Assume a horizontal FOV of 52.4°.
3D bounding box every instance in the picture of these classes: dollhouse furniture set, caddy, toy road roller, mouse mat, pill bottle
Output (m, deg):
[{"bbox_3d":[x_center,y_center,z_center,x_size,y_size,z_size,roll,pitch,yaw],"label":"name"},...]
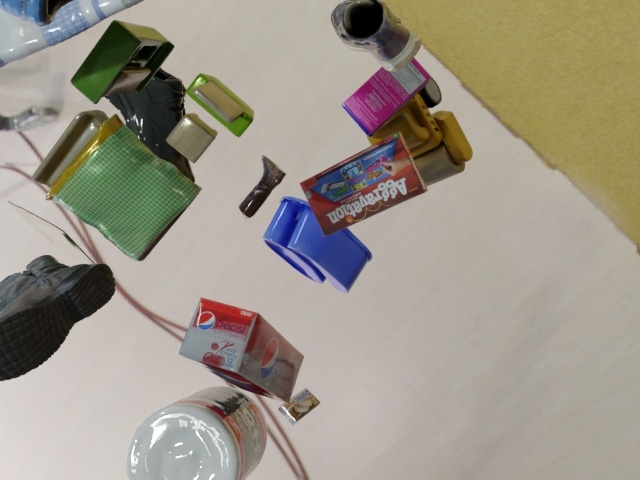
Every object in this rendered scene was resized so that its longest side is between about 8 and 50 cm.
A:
[{"bbox_3d":[-0.258,-0.110,0.879,0.197,0.151,0.301,40,106,-8],"label":"dollhouse furniture set"},{"bbox_3d":[0.000,0.000,1.856,0.241,0.341,0.179,18,72,45],"label":"caddy"},{"bbox_3d":[0.267,-0.291,1.884,0.202,0.241,0.330,-23,107,38],"label":"toy road roller"},{"bbox_3d":[-0.553,-0.010,1.347,0.189,0.007,0.153,22,154,28],"label":"mouse mat"},{"bbox_3d":[-0.188,0.345,1.112,0.176,0.318,0.177,-1,85,7],"label":"pill bottle"}]

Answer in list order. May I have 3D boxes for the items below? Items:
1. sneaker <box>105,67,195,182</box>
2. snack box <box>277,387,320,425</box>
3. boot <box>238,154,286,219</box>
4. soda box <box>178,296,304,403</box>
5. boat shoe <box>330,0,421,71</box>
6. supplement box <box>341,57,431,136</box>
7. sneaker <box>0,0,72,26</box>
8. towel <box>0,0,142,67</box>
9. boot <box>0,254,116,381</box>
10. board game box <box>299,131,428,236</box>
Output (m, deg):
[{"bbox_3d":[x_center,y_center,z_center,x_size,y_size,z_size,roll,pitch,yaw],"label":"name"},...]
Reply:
[{"bbox_3d":[-0.286,-0.222,1.154,0.130,0.109,0.287,-22,110,10],"label":"sneaker"},{"bbox_3d":[-0.060,0.478,1.878,0.064,0.178,0.022,43,107,14],"label":"snack box"},{"bbox_3d":[-0.119,-0.098,1.207,0.114,0.037,0.106,-53,28,7],"label":"boot"},{"bbox_3d":[-0.103,0.167,0.943,0.092,0.263,0.084,13,72,17],"label":"soda box"},{"bbox_3d":[0.081,-0.389,1.159,0.103,0.092,0.285,-43,37,11],"label":"boat shoe"},{"bbox_3d":[0.173,-0.386,1.705,0.220,0.111,0.114,-41,91,10],"label":"supplement box"},{"bbox_3d":[-0.123,-0.208,0.417,0.082,0.209,0.069,42,158,6],"label":"sneaker"},{"bbox_3d":[-0.262,-0.320,0.667,0.284,0.034,0.209,-20,85,13],"label":"towel"},{"bbox_3d":[-0.583,0.144,1.260,0.222,0.338,0.118,4,116,30],"label":"boot"},{"bbox_3d":[0.092,-0.122,1.484,0.281,0.027,0.145,-24,94,33],"label":"board game box"}]
